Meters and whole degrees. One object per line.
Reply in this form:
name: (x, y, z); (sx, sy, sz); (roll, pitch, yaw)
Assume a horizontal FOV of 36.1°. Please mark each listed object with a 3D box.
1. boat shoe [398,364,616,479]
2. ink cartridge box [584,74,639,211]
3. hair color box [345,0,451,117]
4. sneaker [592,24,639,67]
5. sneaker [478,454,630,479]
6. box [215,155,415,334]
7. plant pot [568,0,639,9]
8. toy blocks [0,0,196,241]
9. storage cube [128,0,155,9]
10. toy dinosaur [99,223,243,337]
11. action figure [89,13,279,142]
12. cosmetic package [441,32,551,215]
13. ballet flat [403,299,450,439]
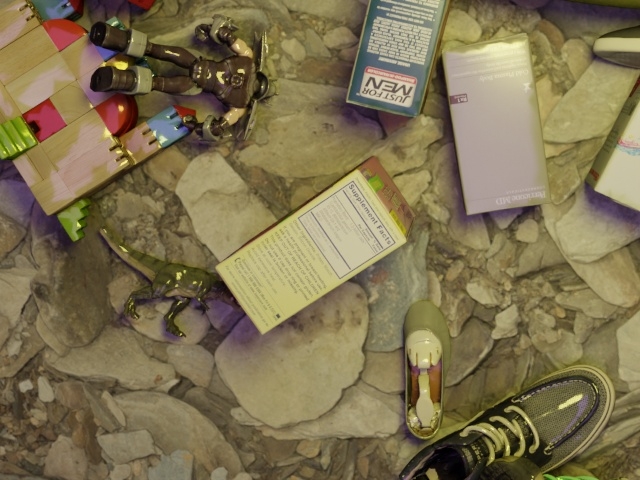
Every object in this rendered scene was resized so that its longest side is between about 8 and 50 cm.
boat shoe: (0.270, 0.296, 1.425); (0.340, 0.158, 0.127); (-41, 65, 13)
ink cartridge box: (0.464, -0.126, 1.351); (0.127, 0.128, 0.176); (26, 104, 4)
hair color box: (0.131, -0.350, 1.343); (0.105, 0.174, 0.347); (15, 102, 6)
sneaker: (0.520, -0.316, 1.331); (0.296, 0.104, 0.146); (-2, 88, 13)
sneaker: (0.356, 0.379, 1.391); (0.182, 0.410, 0.158); (-42, 47, -7)
box: (0.000, 0.000, 1.405); (0.243, 0.213, 0.117); (-33, 94, 13)
plant pot: (0.364, -0.409, 1.241); (0.294, 0.275, 0.274); (24, 103, 5)
toy blocks: (-0.364, -0.227, 1.463); (0.261, 0.191, 0.381); (-32, 94, 1)
storage cube: (-0.282, -0.463, 1.376); (0.184, 0.215, 0.193); (37, 97, 2)
toy dinosaur: (-0.242, 0.079, 1.539); (0.268, 0.064, 0.118); (22, 88, 5)
action figure: (-0.183, -0.241, 1.409); (0.285, 0.099, 0.185); (7, 84, -31)
cosmetic package: (0.248, -0.161, 1.394); (0.127, 0.107, 0.237); (-11, 95, 8)
ballet flat: (0.161, 0.199, 1.488); (0.072, 0.068, 0.213); (0, 99, 9)
